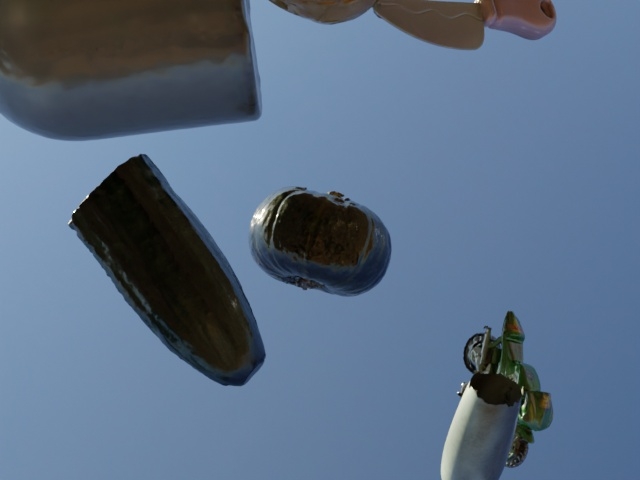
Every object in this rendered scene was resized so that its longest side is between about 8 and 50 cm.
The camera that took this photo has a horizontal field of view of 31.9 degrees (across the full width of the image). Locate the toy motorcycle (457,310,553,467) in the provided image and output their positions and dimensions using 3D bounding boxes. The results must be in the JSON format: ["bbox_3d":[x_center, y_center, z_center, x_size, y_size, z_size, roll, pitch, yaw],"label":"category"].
[{"bbox_3d":[0.240,0.190,1.432,0.074,0.106,0.190,17,-135,-37],"label":"toy motorcycle"}]

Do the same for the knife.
[{"bbox_3d":[0.191,-0.284,1.456,0.336,0.043,0.081,-12,-98,-39],"label":"knife"}]

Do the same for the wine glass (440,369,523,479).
[{"bbox_3d":[0.145,0.237,1.100,0.074,0.262,0.074,7,-148,-5],"label":"wine glass"}]

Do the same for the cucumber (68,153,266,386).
[{"bbox_3d":[-0.130,0.027,1.067,0.115,0.063,0.244,-31,-103,-39],"label":"cucumber"}]

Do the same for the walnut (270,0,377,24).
[{"bbox_3d":[-0.013,-0.341,1.312,0.206,0.159,0.159,27,-117,25],"label":"walnut"}]

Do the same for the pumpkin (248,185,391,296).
[{"bbox_3d":[0.000,0.000,1.684,0.223,0.223,0.157,16,-97,17],"label":"pumpkin"}]

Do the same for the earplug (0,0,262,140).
[{"bbox_3d":[-0.293,-0.302,1.589,0.394,0.313,0.313,-7,-125,0],"label":"earplug"}]
